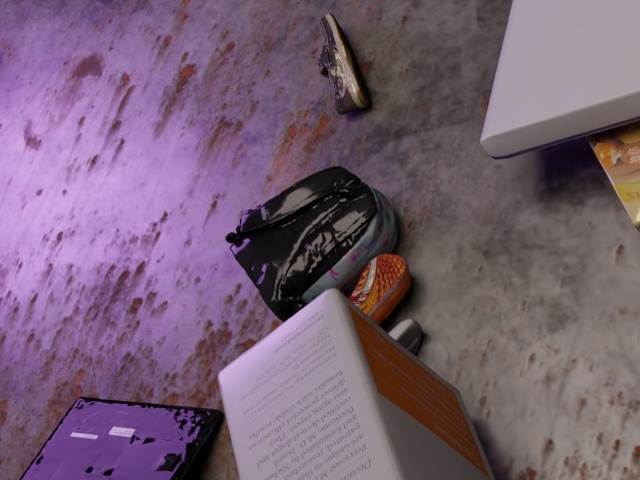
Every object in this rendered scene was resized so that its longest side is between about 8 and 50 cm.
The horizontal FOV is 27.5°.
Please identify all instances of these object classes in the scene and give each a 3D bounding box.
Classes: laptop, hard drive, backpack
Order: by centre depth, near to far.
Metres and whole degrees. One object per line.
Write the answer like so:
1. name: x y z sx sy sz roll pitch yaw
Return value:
1. hard drive: 0.300 -0.240 1.455 0.210 0.040 0.319 -15 42 35
2. backpack: 0.000 0.000 1.544 0.182 0.115 0.152 -41 64 6
3. laptop: -0.247 0.336 1.588 0.234 0.137 0.264 1 41 31

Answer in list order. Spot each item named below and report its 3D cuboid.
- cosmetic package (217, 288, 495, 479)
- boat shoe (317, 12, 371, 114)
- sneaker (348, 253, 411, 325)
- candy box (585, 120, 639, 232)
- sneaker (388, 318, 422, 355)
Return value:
1. cosmetic package: 0.068 0.281 1.169 0.161 0.230 0.453 -37 39 16
2. boat shoe: 0.020 -0.228 1.684 0.049 0.056 0.152 -26 56 12
3. sneaker: 0.042 0.093 1.496 0.175 0.067 0.064 -41 56 -9
4. candy box: 0.440 -0.147 1.365 0.316 0.087 0.183 -31 54 16
5. sneaker: 0.051 0.141 1.481 0.152 0.053 0.061 -47 49 3
